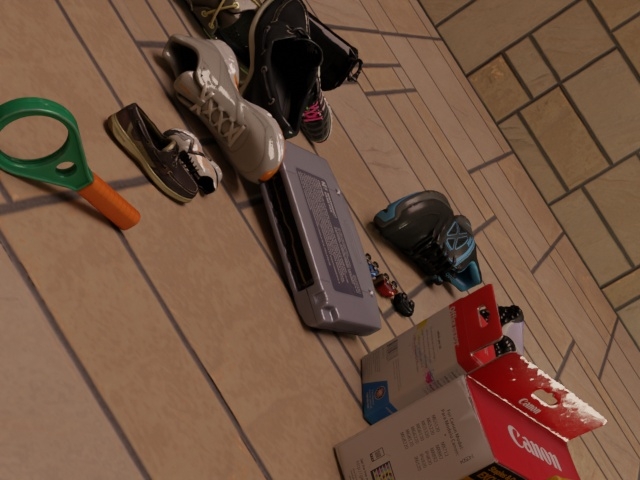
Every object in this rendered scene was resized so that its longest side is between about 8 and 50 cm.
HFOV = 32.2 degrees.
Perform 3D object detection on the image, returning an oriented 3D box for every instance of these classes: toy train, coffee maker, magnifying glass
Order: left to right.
[{"bbox_3d":[-0.264,-0.074,1.172,0.231,0.092,0.026,47,17,-54],"label":"magnifying glass"},{"bbox_3d":[-0.026,-0.363,2.002,0.178,0.171,0.120,33,70,-27],"label":"coffee maker"},{"bbox_3d":[0.108,0.076,1.863,0.158,0.027,0.036,46,34,-29],"label":"toy train"}]

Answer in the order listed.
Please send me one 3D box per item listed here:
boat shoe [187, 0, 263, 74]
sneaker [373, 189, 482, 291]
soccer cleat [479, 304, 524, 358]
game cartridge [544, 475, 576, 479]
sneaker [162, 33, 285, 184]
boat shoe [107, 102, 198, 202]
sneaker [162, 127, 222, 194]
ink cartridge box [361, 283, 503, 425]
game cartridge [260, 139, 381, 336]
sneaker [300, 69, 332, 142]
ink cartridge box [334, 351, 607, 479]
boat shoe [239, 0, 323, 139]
[{"bbox_3d":[-0.147,-0.377,1.828,0.305,0.109,0.091,46,18,-38],"label":"boat shoe"},{"bbox_3d":[0.219,0.003,2.084,0.341,0.125,0.140,19,47,-56],"label":"sneaker"},{"bbox_3d":[0.341,0.215,2.110,0.318,0.108,0.116,-61,138,-70],"label":"soccer cleat"},{"bbox_3d":[0.220,0.372,1.311,0.323,0.285,0.053,25,37,-54],"label":"game cartridge"},{"bbox_3d":[-0.152,-0.189,1.589,0.121,0.099,0.262,8,44,-55],"label":"sneaker"},{"bbox_3d":[-0.201,-0.109,1.395,0.152,0.049,0.056,46,23,-29],"label":"boat shoe"},{"bbox_3d":[-0.170,-0.105,1.477,0.109,0.040,0.044,45,25,-29],"label":"sneaker"},{"bbox_3d":[0.172,0.174,1.567,0.078,0.231,0.134,47,23,-26],"label":"ink cartridge box"},{"bbox_3d":[0.000,0.000,1.651,0.196,0.060,0.294,15,53,-56],"label":"game cartridge"},{"bbox_3d":[-0.022,-0.245,1.938,0.075,0.063,0.170,-65,147,-62],"label":"sneaker"},{"bbox_3d":[0.222,0.300,1.440,0.309,0.272,0.130,34,30,-46],"label":"ink cartridge box"},{"bbox_3d":[-0.051,-0.275,1.744,0.127,0.113,0.340,50,41,-32],"label":"boat shoe"}]
